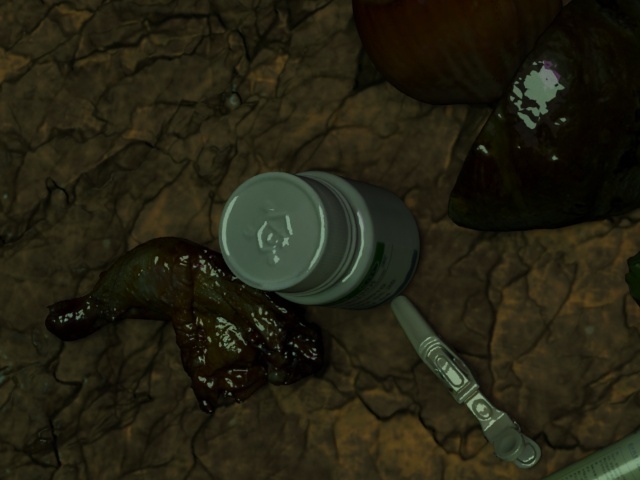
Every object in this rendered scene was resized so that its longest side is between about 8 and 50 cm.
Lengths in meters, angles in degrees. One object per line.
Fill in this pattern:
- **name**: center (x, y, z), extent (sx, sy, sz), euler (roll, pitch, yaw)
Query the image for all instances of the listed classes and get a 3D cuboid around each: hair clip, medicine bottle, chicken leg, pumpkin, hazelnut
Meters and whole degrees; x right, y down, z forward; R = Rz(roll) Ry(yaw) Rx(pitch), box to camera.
- **hair clip**: center (0.141, 0.142, 1.965), extent (0.034, 0.072, 0.226), euler (-42, 75, 9)
- **medicine bottle**: center (0.304, 0.227, 1.912), extent (0.231, 0.059, 0.059), euler (-29, 79, 14)
- **chicken leg**: center (-0.143, 0.084, 2.062), extent (0.322, 0.083, 0.177), euler (24, 110, 15)
- **pumpkin**: center (0.264, -0.104, 1.900), extent (0.169, 0.148, 0.312), euler (37, 103, 21)
- **hazelnut**: center (0.139, -0.238, 1.926), extent (0.210, 0.186, 0.210), euler (-4, 68, 10)
- **medicine bottle**: center (0.000, 0.000, 1.927), extent (0.139, 0.237, 0.139), euler (-1, 87, 23)

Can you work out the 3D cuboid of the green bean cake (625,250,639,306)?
- **green bean cake**: center (0.413, 0.081, 1.785), extent (0.156, 0.247, 0.250), euler (-45, 75, 12)
